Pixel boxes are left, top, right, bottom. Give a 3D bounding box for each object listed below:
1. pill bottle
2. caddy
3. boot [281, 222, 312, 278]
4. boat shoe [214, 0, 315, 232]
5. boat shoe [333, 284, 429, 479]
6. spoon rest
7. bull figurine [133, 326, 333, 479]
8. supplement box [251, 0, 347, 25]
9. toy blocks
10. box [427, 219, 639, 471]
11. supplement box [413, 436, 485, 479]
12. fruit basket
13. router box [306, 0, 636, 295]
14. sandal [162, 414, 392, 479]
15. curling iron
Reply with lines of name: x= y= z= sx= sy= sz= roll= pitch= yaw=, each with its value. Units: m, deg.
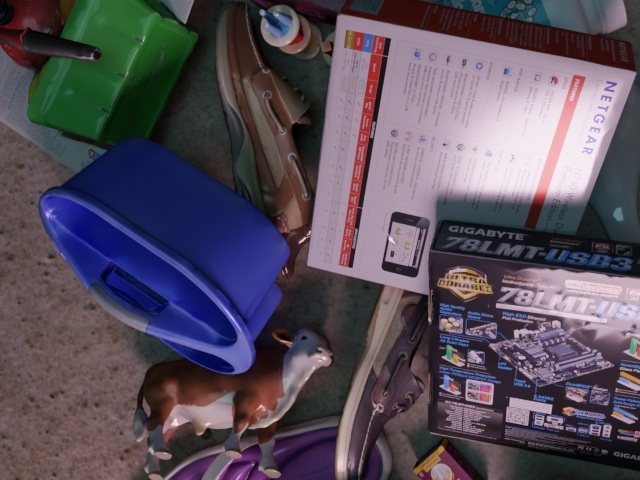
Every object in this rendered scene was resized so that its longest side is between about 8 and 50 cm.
pill bottle: x=0.218 y=-0.242 z=0.934 sx=0.264 sy=0.146 sz=0.146 roll=-23 pitch=86 yaw=16
caddy: x=-0.203 y=0.033 z=0.996 sx=0.341 sy=0.241 sz=0.179 roll=32 pitch=58 yaw=13
boot: x=0.000 y=0.000 z=1.070 sx=0.114 sy=0.037 sz=0.106 roll=-1 pitch=94 yaw=12
boat shoe: x=-0.070 y=-0.163 z=1.048 sx=0.116 sy=0.123 sz=0.324 roll=-10 pitch=85 yaw=-2
boat shoe: x=0.089 y=0.175 z=0.997 sx=0.092 sy=0.103 sz=0.285 roll=15 pitch=77 yaw=10
spoon rest: x=0.345 y=-0.087 z=0.949 sx=0.137 sy=0.084 sz=0.276 roll=-16 pitch=75 yaw=15
bull figurine: x=-0.120 y=0.218 z=1.059 sx=0.310 sy=0.188 sz=0.101 roll=-12 pitch=134 yaw=24
supplement box: x=0.007 y=-0.344 z=1.026 sx=0.188 sy=0.081 sz=0.104 roll=16 pitch=97 yaw=16
toy blocks: x=-0.011 y=-0.258 z=1.000 sx=0.123 sy=0.148 sz=0.054 roll=22 pitch=99 yaw=15
box: x=0.272 y=0.128 z=0.902 sx=0.295 sy=0.073 sz=0.293 roll=6 pitch=125 yaw=17
supplement box: x=0.170 y=0.310 z=1.026 sx=0.083 sy=0.043 sz=0.055 roll=46 pitch=102 yaw=9
fruit basket: x=-0.354 y=-0.290 z=1.122 sx=0.353 sy=0.165 sz=0.327 roll=32 pitch=101 yaw=29
router box: x=0.151 y=-0.085 z=0.894 sx=0.301 sy=0.082 sz=0.335 roll=14 pitch=127 yaw=7
sandal: x=-0.102 y=0.353 z=1.077 sx=0.416 sy=0.102 sz=0.169 roll=-31 pitch=84 yaw=14
curling iron: x=-0.380 y=-0.274 z=1.019 sx=0.274 sy=0.035 sz=0.068 roll=26 pitch=97 yaw=33
